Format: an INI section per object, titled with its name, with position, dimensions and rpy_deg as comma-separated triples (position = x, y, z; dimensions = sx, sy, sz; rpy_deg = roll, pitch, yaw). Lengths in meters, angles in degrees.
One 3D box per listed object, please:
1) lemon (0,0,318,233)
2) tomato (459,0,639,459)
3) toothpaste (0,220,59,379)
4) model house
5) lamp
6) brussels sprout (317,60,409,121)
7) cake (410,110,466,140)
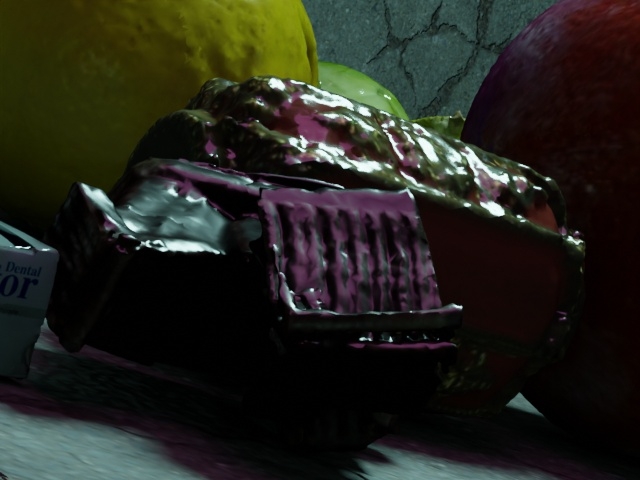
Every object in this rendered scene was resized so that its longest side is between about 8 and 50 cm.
[lemon]
position = -0.151, -0.127, 1.464
dimensions = 0.297, 0.297, 0.297
rpy_deg = 18, 4, -1
[tomato]
position = 0.189, -0.025, 1.235
dimensions = 0.176, 0.335, 0.289
rpy_deg = 1, 0, -19
[toothpaste]
position = -0.249, -0.014, 0.944
dimensions = 0.081, 0.067, 0.336
rpy_deg = 11, 7, -41
[model house]
position = -0.036, 0.037, 0.895
dimensions = 0.203, 0.141, 0.164
rpy_deg = 5, 21, -2
[lamp]
position = 0.019, 0.008, 1.093
dimensions = 0.274, 0.177, 0.177
rpy_deg = 15, 5, -31
[brussels sprout]
position = -0.022, -0.064, 1.702
dimensions = 0.244, 0.244, 0.244
rpy_deg = 18, 4, -1
[cake]
position = 0.143, -0.014, 1.786
dimensions = 0.260, 0.179, 0.156
rpy_deg = 24, -4, 45
